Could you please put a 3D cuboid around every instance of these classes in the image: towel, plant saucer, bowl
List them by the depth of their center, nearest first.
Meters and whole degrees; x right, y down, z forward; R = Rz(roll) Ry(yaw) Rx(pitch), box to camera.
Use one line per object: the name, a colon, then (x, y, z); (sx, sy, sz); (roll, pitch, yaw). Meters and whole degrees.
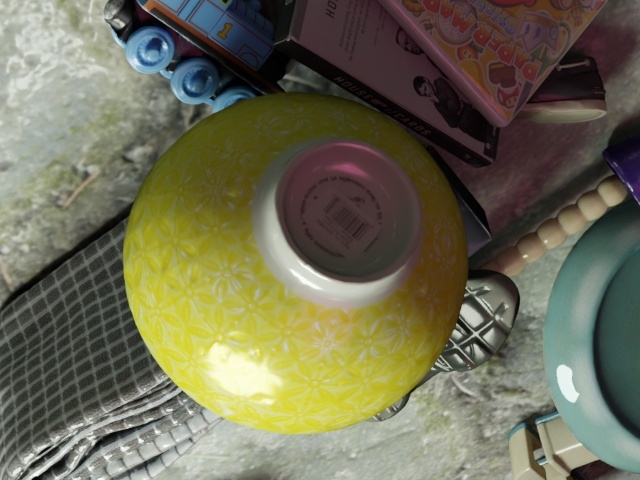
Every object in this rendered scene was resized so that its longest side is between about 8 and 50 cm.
bowl: (0.000, 0.000, 1.042); (0.290, 0.289, 0.156); (-3, 166, -18)
towel: (-0.173, 0.097, 1.206); (0.284, 0.235, 0.121); (-36, 125, 8)
plant saucer: (0.390, 0.103, 1.441); (0.318, 0.044, 0.317); (-1, 94, -20)

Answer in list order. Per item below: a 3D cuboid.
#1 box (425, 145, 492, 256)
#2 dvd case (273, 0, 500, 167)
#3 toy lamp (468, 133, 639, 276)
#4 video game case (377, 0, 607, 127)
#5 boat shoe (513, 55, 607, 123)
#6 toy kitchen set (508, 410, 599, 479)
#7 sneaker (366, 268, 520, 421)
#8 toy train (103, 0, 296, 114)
box: (0.072, -0.002, 1.259); (0.158, 0.156, 0.093); (-39, 95, 10)
dvd case: (0.073, -0.190, 1.135); (0.239, 0.179, 0.030); (27, 153, -33)
toy lamp: (0.254, -0.020, 1.379); (0.275, 0.080, 0.080); (-35, 129, 8)
video game case: (0.144, -0.245, 1.117); (0.227, 0.026, 0.206); (44, 79, -24)
boat shoe: (0.176, -0.151, 1.276); (0.206, 0.075, 0.064); (1, 82, -15)
toy kitchen set: (0.343, 0.237, 1.600); (0.207, 0.122, 0.166); (-26, 133, 26)
sneaker: (0.110, 0.088, 1.342); (0.101, 0.106, 0.267); (48, 136, -4)
toy train: (-0.096, -0.172, 1.136); (0.184, 0.080, 0.105); (32, 104, -35)
